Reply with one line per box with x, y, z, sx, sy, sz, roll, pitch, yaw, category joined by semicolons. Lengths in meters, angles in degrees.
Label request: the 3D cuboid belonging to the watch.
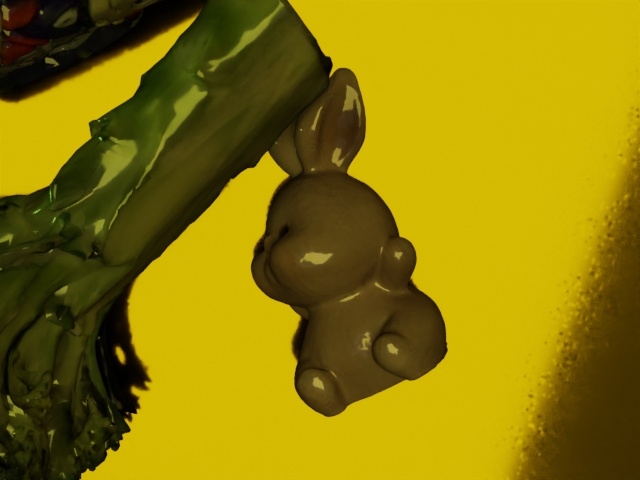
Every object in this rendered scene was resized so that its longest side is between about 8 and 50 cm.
-0.199;-0.204;0.822;0.196;0.171;0.200;-30;90;-20;watch

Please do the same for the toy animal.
-0.001;0.000;0.866;0.124;0.124;0.212;-25;89;0;toy animal

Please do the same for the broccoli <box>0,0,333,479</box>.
-0.147;-0.015;0.778;0.252;0.221;0.361;16;109;-44;broccoli
